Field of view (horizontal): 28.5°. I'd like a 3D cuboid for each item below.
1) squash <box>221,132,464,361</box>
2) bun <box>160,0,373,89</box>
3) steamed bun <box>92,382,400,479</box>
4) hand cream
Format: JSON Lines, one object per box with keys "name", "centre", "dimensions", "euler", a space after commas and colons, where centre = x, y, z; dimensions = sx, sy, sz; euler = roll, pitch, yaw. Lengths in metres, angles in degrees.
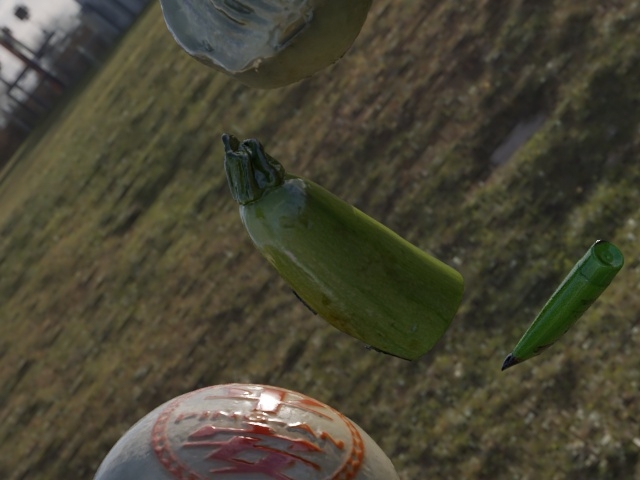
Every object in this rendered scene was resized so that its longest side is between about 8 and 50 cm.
{"name": "squash", "centre": [0.000, 0.001, 0.878], "dimensions": [0.090, 0.200, 0.075], "euler": [-58, 13, -22]}
{"name": "bun", "centre": [-0.035, -0.244, 1.072], "dimensions": [0.141, 0.239, 0.239], "euler": [-2, -32, -43]}
{"name": "steamed bun", "centre": [-0.044, 0.181, 0.874], "dimensions": [0.232, 0.232, 0.145], "euler": [-78, 2, -66]}
{"name": "hand cream", "centre": [0.150, 0.044, 0.787], "dimensions": [0.036, 0.023, 0.122], "euler": [-20, -26, -34]}
